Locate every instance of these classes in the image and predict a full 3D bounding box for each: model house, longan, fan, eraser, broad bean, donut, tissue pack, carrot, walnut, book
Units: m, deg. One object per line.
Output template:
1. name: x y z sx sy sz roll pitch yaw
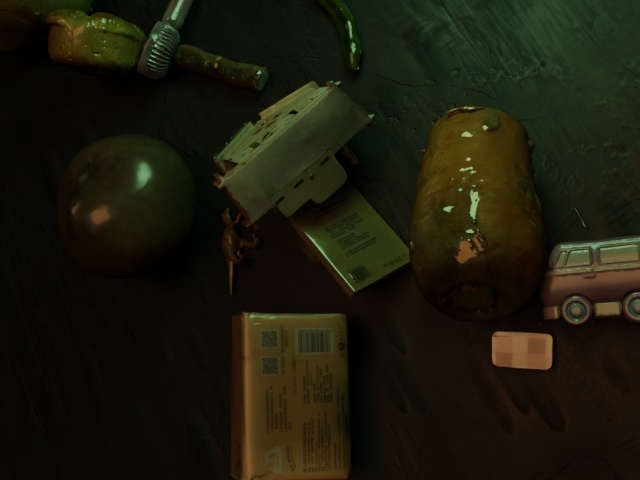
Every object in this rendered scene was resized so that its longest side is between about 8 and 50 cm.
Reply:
1. model house: -0.071 -0.169 1.503 0.326 0.169 0.244 -42 24 -10
2. longan: -0.412 -0.070 1.618 0.319 0.319 0.318 -5 79 26
3. fan: -0.360 -0.493 1.777 0.074 0.130 0.244 23 76 -10
4. eraser: 0.357 0.193 1.335 0.105 0.026 0.065 -2 83 26
5. broad bean: 0.041 -0.454 1.605 0.069 0.039 0.226 -33 67 11
6. donut: -0.519 -0.455 1.770 0.209 0.261 0.128 7 95 5
7. tissue pack: -0.070 0.294 1.447 0.239 0.238 0.305 -6 79 26
8. carrot: 0.263 -0.040 1.273 0.224 0.224 0.340 -10 48 25
9. walnut: 0.000 0.000 1.521 0.092 0.092 0.092 -5 79 26
10. book: 0.055 -0.009 1.470 0.161 0.026 0.231 -26 63 -25

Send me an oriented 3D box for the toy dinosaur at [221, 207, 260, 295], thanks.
1. toy dinosaur: -0.200 0.020 1.645 0.126 0.039 0.162 33 101 37

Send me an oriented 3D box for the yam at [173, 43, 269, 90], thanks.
1. yam: -0.224 -0.390 1.717 0.253 0.061 0.061 22 91 28

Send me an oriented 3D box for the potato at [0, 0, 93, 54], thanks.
1. potato: -0.735 -0.598 1.914 0.359 0.270 0.219 -21 77 46

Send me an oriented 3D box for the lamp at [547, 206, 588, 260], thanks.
1. lamp: 0.414 -0.005 1.340 0.121 0.041 0.054 -38 58 20

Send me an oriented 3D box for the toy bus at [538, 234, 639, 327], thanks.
1. toy bus: 0.466 0.069 1.242 0.203 0.142 0.142 -7 83 24
